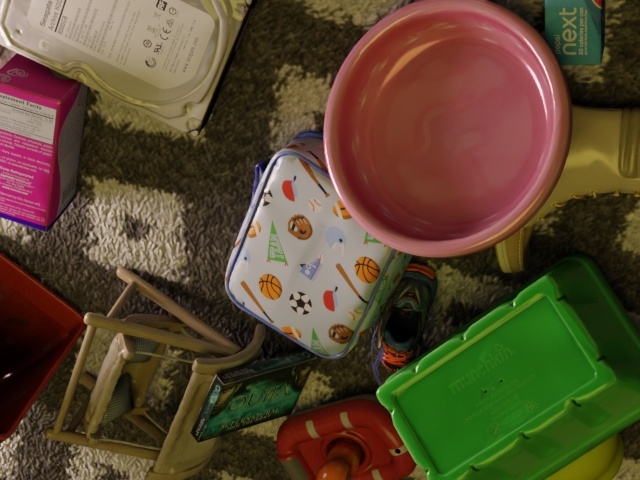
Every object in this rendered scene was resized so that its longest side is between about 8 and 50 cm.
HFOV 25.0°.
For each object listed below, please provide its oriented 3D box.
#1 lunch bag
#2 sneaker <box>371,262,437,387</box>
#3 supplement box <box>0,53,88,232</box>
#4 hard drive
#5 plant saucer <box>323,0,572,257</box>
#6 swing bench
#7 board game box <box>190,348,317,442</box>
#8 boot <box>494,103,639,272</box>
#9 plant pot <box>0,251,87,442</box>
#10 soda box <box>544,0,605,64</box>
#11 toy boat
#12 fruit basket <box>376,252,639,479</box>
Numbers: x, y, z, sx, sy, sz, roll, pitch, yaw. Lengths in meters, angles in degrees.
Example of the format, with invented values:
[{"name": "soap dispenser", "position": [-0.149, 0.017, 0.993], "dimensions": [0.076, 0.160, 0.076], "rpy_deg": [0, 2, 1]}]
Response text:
[{"name": "lunch bag", "position": [0.000, 0.000, 2.018], "dimensions": [0.243, 0.115, 0.303], "rpy_deg": [32, 124, 12]}, {"name": "sneaker", "position": [0.113, 0.140, 2.095], "dimensions": [0.083, 0.087, 0.221], "rpy_deg": [12, 123, 9]}, {"name": "supplement box", "position": [-0.408, -0.142, 2.051], "dimensions": [0.114, 0.111, 0.220], "rpy_deg": [18, 123, 5]}, {"name": "hard drive", "position": [-0.274, -0.311, 1.942], "dimensions": [0.339, 0.064, 0.237], "rpy_deg": [27, 123, -1]}, {"name": "plant saucer", "position": [0.167, -0.141, 1.833], "dimensions": [0.332, 0.084, 0.332], "rpy_deg": [-3, 84, 28]}, {"name": "swing bench", "position": [-0.248, 0.218, 2.195], "dimensions": [0.254, 0.165, 0.253], "rpy_deg": [24, 122, 1]}, {"name": "board game box", "position": [-0.099, 0.232, 2.164], "dimensions": [0.026, 0.186, 0.126], "rpy_deg": [47, 130, 30]}, {"name": "boot", "position": [0.336, -0.065, 1.908], "dimensions": [0.203, 0.095, 0.262], "rpy_deg": [7, 116, 10]}, {"name": "plant pot", "position": [-0.570, 0.182, 2.222], "dimensions": [0.267, 0.267, 0.236], "rpy_deg": [39, 135, -10]}, {"name": "soda box", "position": [0.313, -0.324, 1.771], "dimensions": [0.071, 0.067, 0.210], "rpy_deg": [2, 122, 14]}, {"name": "toy boat", "position": [0.037, 0.334, 2.196], "dimensions": [0.231, 0.151, 0.151], "rpy_deg": [-19, 114, 25]}, {"name": "fruit basket", "position": [0.299, 0.225, 2.024], "dimensions": [0.392, 0.392, 0.283], "rpy_deg": [-42, 69, 31]}]
